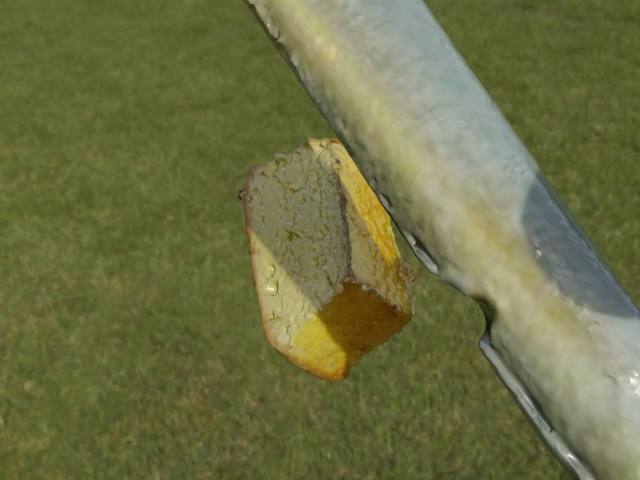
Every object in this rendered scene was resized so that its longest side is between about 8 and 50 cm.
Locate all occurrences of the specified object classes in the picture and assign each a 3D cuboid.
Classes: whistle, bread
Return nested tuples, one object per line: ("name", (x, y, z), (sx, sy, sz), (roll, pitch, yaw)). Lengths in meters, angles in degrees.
("whistle", (0.053, -0.030, 0.427), (0.057, 0.068, 0.326), (-1, 54, -51))
("bread", (0.000, 0.000, 0.739), (0.103, 0.065, 0.187), (-35, 46, 33))
